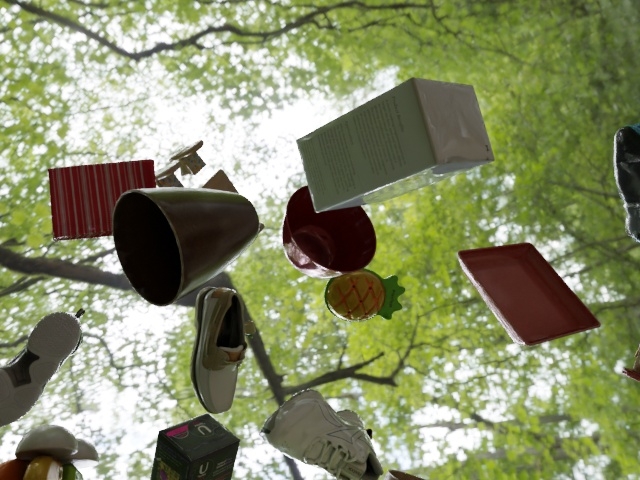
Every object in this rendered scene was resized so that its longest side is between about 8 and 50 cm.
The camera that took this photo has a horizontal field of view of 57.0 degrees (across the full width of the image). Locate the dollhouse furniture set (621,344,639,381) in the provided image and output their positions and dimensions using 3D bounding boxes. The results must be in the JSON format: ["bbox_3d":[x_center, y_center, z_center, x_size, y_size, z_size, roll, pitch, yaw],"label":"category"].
[{"bbox_3d":[0.780,0.236,1.084,0.152,0.374,0.202,15,-84,-28],"label":"dollhouse furniture set"}]

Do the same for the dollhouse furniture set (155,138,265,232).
[{"bbox_3d":[-0.366,-0.077,1.852,0.362,0.256,0.394,56,-135,-24],"label":"dollhouse furniture set"}]

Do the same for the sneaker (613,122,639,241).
[{"bbox_3d":[0.453,-0.095,0.559,0.125,0.340,0.140,-13,-93,-47],"label":"sneaker"}]

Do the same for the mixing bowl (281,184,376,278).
[{"bbox_3d":[0.000,0.000,1.057,0.181,0.098,0.182,17,-129,-22],"label":"mixing bowl"}]

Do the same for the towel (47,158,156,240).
[{"bbox_3d":[-0.556,-0.108,1.524,0.274,0.031,0.199,-7,-101,-9],"label":"towel"}]

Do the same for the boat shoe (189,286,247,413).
[{"bbox_3d":[-0.234,0.262,1.388,0.113,0.103,0.303,-4,-90,-49],"label":"boat shoe"}]

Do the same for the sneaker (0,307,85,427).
[{"bbox_3d":[-0.557,0.244,1.161,0.101,0.269,0.153,41,179,-8],"label":"sneaker"}]

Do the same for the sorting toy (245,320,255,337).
[{"bbox_3d":[-0.224,0.264,1.743,0.083,0.061,0.012,88,176,-46],"label":"sorting toy"}]

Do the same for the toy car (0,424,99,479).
[{"bbox_3d":[-0.376,0.339,0.772,0.182,0.136,0.159,88,174,-60],"label":"toy car"}]

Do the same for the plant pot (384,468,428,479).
[{"bbox_3d":[0.219,0.556,1.042,0.284,0.284,0.191,32,-105,-36],"label":"plant pot"}]

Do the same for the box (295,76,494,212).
[{"bbox_3d":[0.082,-0.102,0.661,0.130,0.170,0.091,-11,-96,-49],"label":"box"}]

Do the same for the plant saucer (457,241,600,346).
[{"bbox_3d":[0.452,0.120,1.310,0.258,0.048,0.259,-6,-130,-33],"label":"plant saucer"}]

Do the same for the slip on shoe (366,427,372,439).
[{"bbox_3d":[0.112,0.606,1.738,0.051,0.041,0.135,41,-135,19],"label":"slip on shoe"}]

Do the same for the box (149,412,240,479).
[{"bbox_3d":[-0.334,0.613,1.524,0.165,0.143,0.271,-6,-64,-50],"label":"box"}]

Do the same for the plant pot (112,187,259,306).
[{"bbox_3d":[-0.235,-0.013,1.123,0.230,0.215,0.216,-22,-92,-46],"label":"plant pot"}]

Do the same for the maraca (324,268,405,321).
[{"bbox_3d":[0.099,0.124,1.322,0.185,0.099,0.127,6,-76,-11],"label":"maraca"}]

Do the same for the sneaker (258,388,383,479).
[{"bbox_3d":[0.017,0.343,1.003,0.297,0.111,0.129,31,-170,-46],"label":"sneaker"}]
